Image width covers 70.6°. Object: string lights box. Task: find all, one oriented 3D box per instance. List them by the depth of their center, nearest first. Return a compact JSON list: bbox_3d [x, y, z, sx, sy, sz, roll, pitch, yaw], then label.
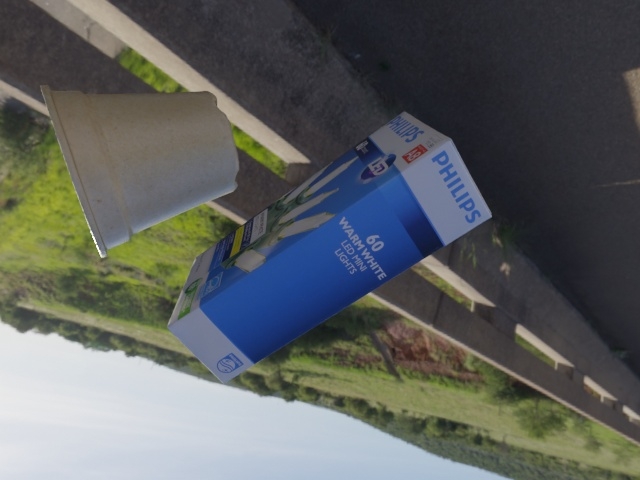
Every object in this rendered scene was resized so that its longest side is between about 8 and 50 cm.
[{"bbox_3d":[0.000,0.000,0.407,0.077,0.259,0.133,52,-170,-22],"label":"string lights box"}]

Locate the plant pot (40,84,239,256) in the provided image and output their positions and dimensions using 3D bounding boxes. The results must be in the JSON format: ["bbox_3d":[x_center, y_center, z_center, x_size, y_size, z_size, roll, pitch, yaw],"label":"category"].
[{"bbox_3d":[-0.346,-0.171,0.931,0.305,0.334,0.334,-19,175,-23],"label":"plant pot"}]
